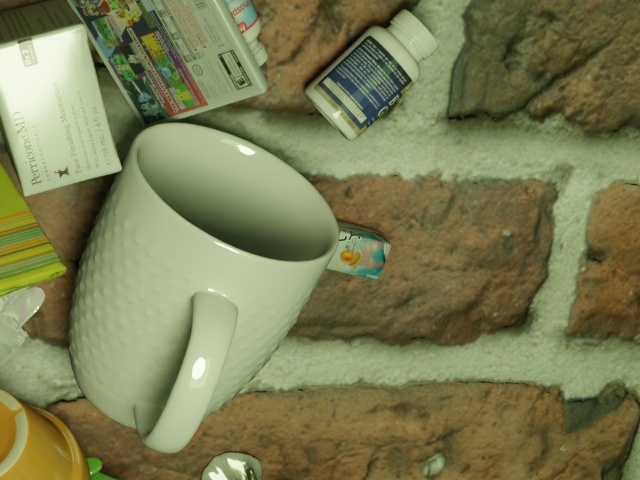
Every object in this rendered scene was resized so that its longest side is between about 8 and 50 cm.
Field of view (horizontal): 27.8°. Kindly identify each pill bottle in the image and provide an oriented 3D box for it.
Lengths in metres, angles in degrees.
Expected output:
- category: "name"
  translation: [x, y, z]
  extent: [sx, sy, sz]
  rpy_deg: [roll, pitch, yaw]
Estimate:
- category: "pill bottle"
  translation: [0.069, -0.217, 1.681]
  extent: [0.169, 0.094, 0.094]
  rpy_deg: [-43, 118, 1]
- category: "pill bottle"
  translation: [-0.127, -0.282, 1.590]
  extent: [0.087, 0.087, 0.160]
  rpy_deg: [-30, 118, -6]

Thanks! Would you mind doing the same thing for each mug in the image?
- category: "mug"
  translation: [-0.165, 0.091, 1.566]
  extent: [0.276, 0.374, 0.328]
  rpy_deg: [20, 119, -18]

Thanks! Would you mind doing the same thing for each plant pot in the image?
- category: "plant pot"
  translation: [-0.398, 0.274, 1.581]
  extent: [0.205, 0.205, 0.188]
  rpy_deg: [-21, 151, -10]

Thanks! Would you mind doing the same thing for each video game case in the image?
- category: "video game case"
  translation: [-0.185, -0.242, 1.568]
  extent: [0.183, 0.023, 0.201]
  rpy_deg: [-14, 121, 26]

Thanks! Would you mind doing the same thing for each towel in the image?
- category: "towel"
  translation: [-0.380, -0.039, 1.439]
  extent: [0.102, 0.237, 0.021]
  rpy_deg: [-17, 151, -37]

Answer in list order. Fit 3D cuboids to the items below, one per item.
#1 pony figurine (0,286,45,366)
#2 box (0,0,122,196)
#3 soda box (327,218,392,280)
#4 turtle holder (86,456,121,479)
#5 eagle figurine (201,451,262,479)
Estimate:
- category: "pony figurine"
  translation: [-0.518, 0.072, 1.496]
  extent: [0.363, 0.303, 0.351]
  rpy_deg: [2, 137, -43]
- category: "box"
  translation: [-0.323, -0.171, 1.512]
  extent: [0.119, 0.182, 0.181]
  rpy_deg: [-17, 115, -13]
- category: "soda box"
  translation: [0.000, 0.000, 1.760]
  extent: [0.183, 0.063, 0.058]
  rpy_deg: [14, 106, -23]
- category: "turtle holder"
  translation: [-0.362, 0.455, 1.714]
  extent: [0.320, 0.243, 0.227]
  rpy_deg: [-41, 157, -20]
- category: "eagle figurine"
  translation: [-0.068, 0.466, 1.880]
  extent: [0.226, 0.225, 0.298]
  rpy_deg: [10, 149, 18]
